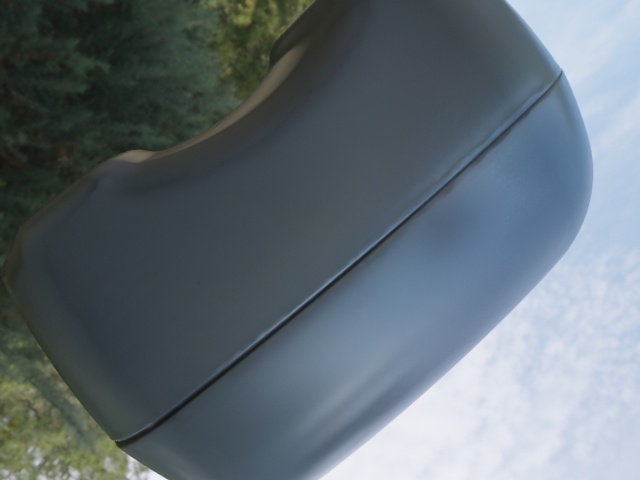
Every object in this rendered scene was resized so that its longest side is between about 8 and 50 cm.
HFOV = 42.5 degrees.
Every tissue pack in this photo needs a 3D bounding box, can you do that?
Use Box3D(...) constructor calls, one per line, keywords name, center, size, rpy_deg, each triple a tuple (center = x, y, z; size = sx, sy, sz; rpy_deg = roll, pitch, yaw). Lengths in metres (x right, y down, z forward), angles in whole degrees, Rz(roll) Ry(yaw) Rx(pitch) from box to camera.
Box3D(name="tissue pack", center=(0.000, 0.000, 0.513), size=(0.333, 0.236, 0.229), rpy_deg=(-41, -171, -10))
